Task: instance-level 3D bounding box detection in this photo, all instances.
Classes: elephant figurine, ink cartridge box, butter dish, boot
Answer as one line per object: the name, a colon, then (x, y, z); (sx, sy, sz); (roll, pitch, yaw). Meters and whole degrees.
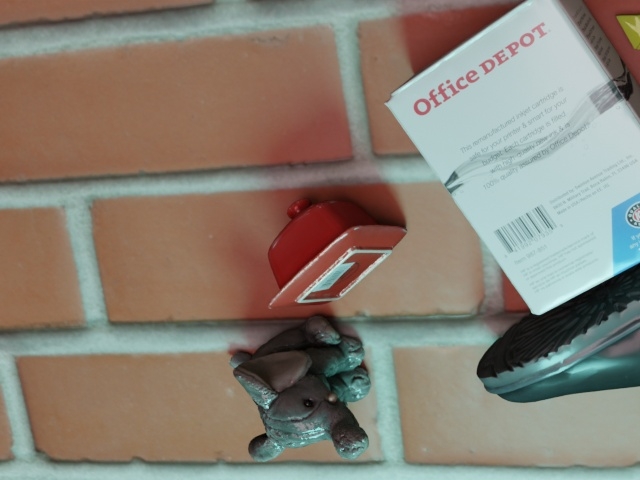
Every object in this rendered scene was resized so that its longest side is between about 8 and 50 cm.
elephant figurine: (-0.034, 0.201, 1.361); (0.169, 0.239, 0.186); (45, 113, -3)
ink cartridge box: (0.259, -0.108, 1.231); (0.223, 0.129, 0.307); (-32, 98, 29)
butter dish: (0.000, 0.000, 1.353); (0.160, 0.160, 0.118); (-43, 70, 23)
boot: (0.455, 0.242, 1.307); (0.367, 0.146, 0.445); (-31, 102, 24)

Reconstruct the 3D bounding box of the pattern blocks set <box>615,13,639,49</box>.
pattern blocks set: (0.367, -0.351, 1.183); (0.324, 0.026, 0.285); (-6, 106, 17)
